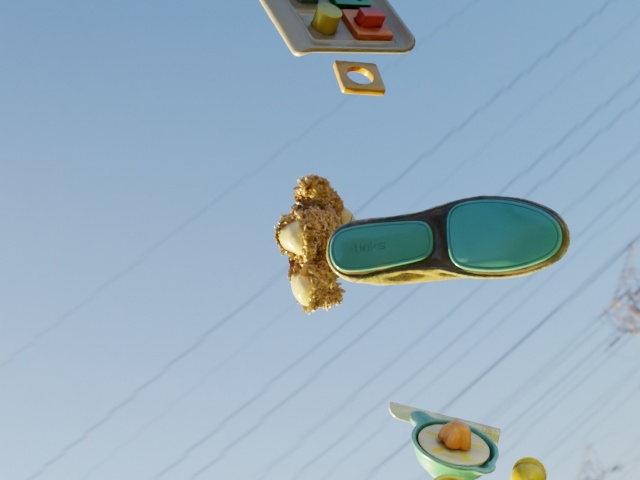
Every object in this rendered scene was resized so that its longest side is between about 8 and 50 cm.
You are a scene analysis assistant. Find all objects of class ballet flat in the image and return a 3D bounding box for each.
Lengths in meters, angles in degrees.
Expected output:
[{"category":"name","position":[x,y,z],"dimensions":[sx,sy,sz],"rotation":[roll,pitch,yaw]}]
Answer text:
[{"category":"ballet flat","position":[0.183,0.007,1.543],"dimensions":[0.349,0.123,0.123],"rotation":[-6,-21,20]}]

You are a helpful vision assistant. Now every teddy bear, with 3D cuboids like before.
[{"category":"teddy bear","position":[0.000,0.000,1.861],"dimensions":[0.113,0.245,0.338],"rotation":[-13,-2,9]}]

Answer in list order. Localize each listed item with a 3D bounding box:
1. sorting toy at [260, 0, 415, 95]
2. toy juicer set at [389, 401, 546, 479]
[{"category":"sorting toy","position":[0.023,-0.338,1.574],"dimensions":[0.196,0.347,0.047],"rotation":[-8,-40,-27]},{"category":"toy juicer set","position":[0.238,0.318,1.650],"dimensions":[0.209,0.329,0.089],"rotation":[6,-69,-11]}]
